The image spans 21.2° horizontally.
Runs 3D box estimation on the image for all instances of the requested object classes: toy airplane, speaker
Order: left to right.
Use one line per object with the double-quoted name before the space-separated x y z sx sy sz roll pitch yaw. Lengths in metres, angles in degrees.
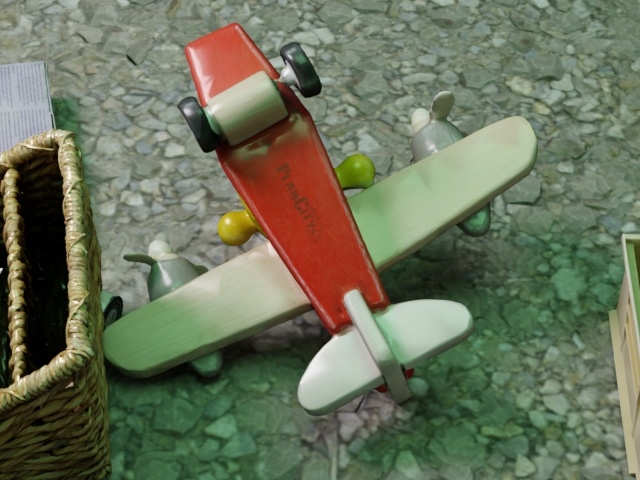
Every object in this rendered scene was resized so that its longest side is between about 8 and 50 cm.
"speaker" -0.282 0.060 1.828 0.136 0.055 0.055 20 50 15
"toy airplane" 0.000 0.000 1.795 0.386 0.272 0.384 16 86 0

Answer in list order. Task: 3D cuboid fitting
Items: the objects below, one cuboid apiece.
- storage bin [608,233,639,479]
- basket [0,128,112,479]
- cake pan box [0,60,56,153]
"storage bin" 0.443 0.133 1.756 0.262 0.123 0.260 2 47 -1
"basket" -0.319 0.068 1.647 0.214 0.223 0.299 -6 53 -4
"cake pan box" -0.420 -0.089 1.951 0.246 0.070 0.266 -9 48 -8
